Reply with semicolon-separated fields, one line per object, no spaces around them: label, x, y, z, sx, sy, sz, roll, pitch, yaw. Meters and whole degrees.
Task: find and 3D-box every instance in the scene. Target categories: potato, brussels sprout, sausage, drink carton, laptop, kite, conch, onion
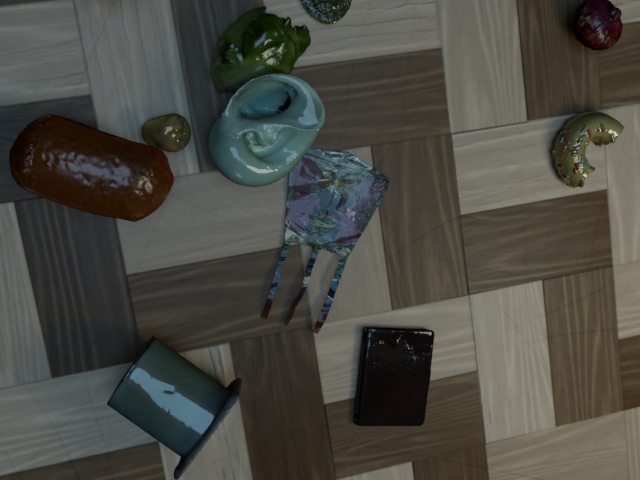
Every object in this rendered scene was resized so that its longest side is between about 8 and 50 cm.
potato;-0.278;-0.194;1.311;0.083;0.062;0.068;1;83;9
brussels sprout;-0.110;-0.333;1.308;0.181;0.100;0.139;-42;124;-14
sausage;-0.388;-0.121;1.245;0.268;0.153;0.141;16;94;-14
drink carton;-0.272;0.291;1.326;0.189;0.191;0.185;32;93;-5
laptop;0.150;0.278;1.485;0.153;0.026;0.207;3;98;-14
kite;0.001;0.000;1.414;0.204;0.022;0.361;15;94;-13
conch;-0.101;-0.201;1.302;0.221;0.121;0.185;-36;132;-4
onion;0.548;-0.427;1.430;0.107;0.097;0.107;4;82;-33

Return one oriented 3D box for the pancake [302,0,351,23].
pancake;0.014;-0.458;1.351;0.108;0.017;0.108;-2;99;-15

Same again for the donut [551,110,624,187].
donut;0.537;-0.198;1.474;0.108;0.065;0.166;42;88;-14
